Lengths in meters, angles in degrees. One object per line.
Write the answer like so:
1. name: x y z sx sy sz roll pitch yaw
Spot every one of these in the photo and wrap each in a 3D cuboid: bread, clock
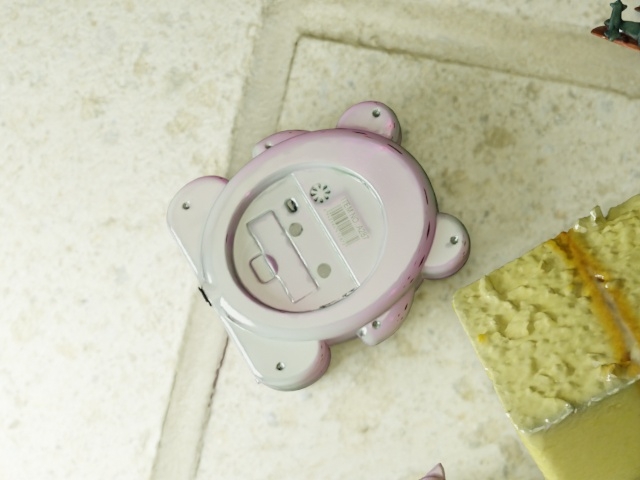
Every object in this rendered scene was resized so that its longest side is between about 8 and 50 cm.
1. bread: 0.283 0.094 1.721 0.263 0.198 0.236 -28 44 2
2. clock: 0.000 0.000 1.775 0.248 0.090 0.227 -31 77 1

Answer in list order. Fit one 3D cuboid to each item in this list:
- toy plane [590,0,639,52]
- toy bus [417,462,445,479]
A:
1. toy plane: 0.347 -0.172 1.642 0.223 0.326 0.104 6 104 10
2. toy bus: 0.128 0.303 1.697 0.108 0.096 0.199 -42 79 -4
